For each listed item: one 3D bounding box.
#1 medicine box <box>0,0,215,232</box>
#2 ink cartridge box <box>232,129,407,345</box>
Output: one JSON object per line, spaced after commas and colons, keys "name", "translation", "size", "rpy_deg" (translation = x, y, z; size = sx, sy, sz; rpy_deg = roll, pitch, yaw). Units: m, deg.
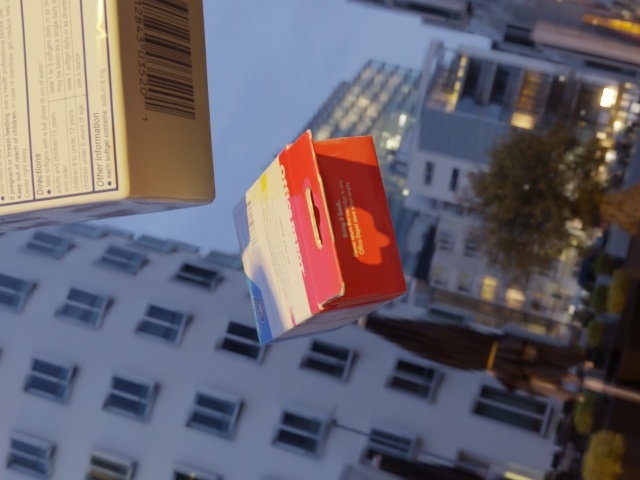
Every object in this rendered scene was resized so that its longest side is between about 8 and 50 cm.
{"name": "medicine box", "translation": [-0.261, -0.148, 1.024], "size": [0.149, 0.289, 0.264], "rpy_deg": [2, -97, -65]}
{"name": "ink cartridge box", "translation": [0.000, 0.000, 0.930], "size": [0.231, 0.078, 0.134], "rpy_deg": [143, 116, -67]}
